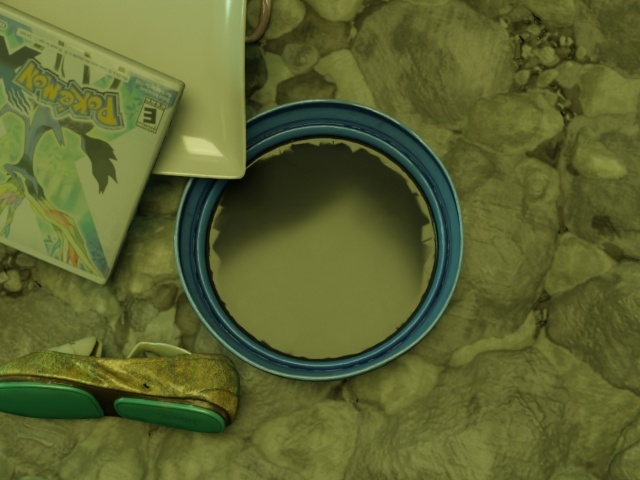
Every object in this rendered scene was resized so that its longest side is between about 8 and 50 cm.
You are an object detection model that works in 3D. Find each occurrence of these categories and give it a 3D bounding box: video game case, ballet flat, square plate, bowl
[{"bbox_3d":[-0.383,-0.135,1.236,0.329,0.036,0.300,23,106,-5],"label":"video game case"},{"bbox_3d":[-0.276,0.183,1.250,0.348,0.123,0.123,5,76,5],"label":"ballet flat"},{"bbox_3d":[-0.264,-0.261,1.241,0.344,0.049,0.347,3,106,2],"label":"square plate"},{"bbox_3d":[0.000,0.000,1.290,0.391,0.077,0.391,-1,76,3],"label":"bowl"}]

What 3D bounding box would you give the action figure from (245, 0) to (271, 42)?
[{"bbox_3d":[-0.282,-0.432,1.366,0.370,0.276,0.248,8,90,29],"label":"action figure"}]
